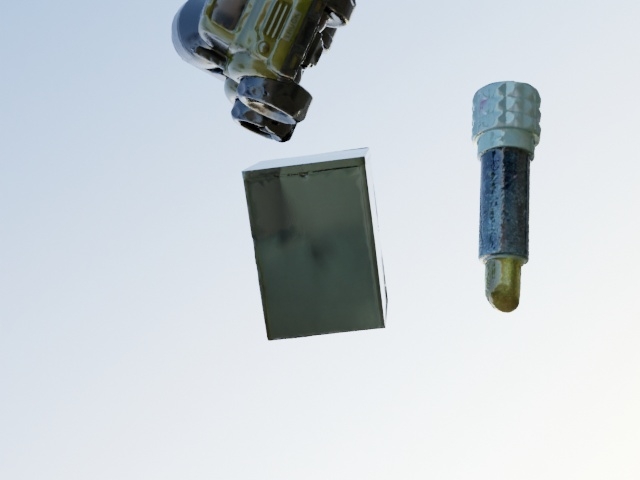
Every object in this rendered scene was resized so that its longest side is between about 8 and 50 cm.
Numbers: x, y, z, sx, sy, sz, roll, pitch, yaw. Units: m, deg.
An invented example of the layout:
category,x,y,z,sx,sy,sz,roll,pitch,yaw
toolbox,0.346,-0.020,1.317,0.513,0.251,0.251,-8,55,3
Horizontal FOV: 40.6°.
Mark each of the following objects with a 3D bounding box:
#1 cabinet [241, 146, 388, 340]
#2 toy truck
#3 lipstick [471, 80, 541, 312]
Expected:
category,x,y,z,sx,sy,sz,roll,pitch,yaw
cabinet,0.000,0.000,1.071,0.150,0.145,0.206,-64,-33,-79
toy truck,-0.072,-0.202,0.869,0.224,0.165,0.147,-175,109,-81
lipstick,0.092,-0.022,0.433,0.037,0.037,0.116,40,-128,-56
